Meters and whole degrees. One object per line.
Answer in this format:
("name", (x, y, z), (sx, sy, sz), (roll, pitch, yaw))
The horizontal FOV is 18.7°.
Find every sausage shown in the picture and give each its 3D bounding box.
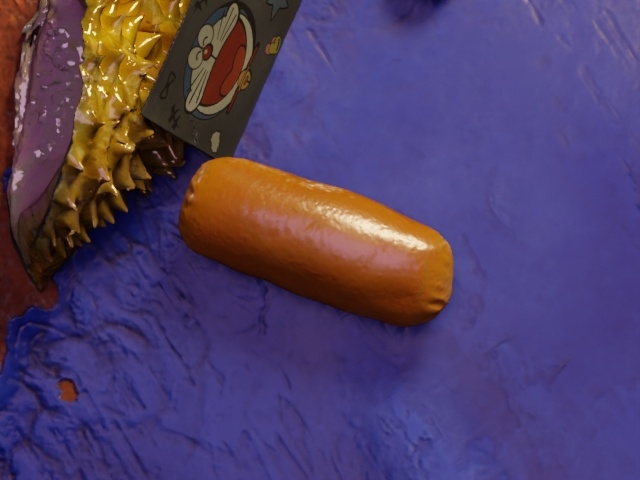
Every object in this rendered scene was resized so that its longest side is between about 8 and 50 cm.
("sausage", (0.000, 0.000, 1.624), (0.238, 0.098, 0.098), (20, 86, 9))

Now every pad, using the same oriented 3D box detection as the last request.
("pad", (-0.063, -0.193, 1.612), (0.006, 0.170, 0.245), (23, 86, 26))

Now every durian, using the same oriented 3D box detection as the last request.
("durian", (-0.186, -0.107, 1.604), (0.185, 0.195, 0.305), (16, 84, 0))
